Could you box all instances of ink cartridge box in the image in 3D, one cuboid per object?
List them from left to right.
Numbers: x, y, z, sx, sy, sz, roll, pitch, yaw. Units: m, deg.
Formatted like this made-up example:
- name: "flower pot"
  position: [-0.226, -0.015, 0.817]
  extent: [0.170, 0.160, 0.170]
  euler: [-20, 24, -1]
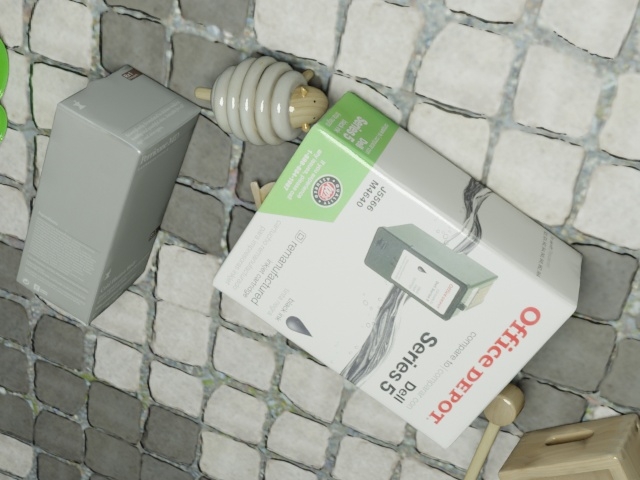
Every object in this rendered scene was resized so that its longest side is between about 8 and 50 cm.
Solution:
- name: "ink cartridge box"
  position: [0.072, 0.028, 0.871]
  extent: [0.273, 0.115, 0.198]
  euler: [35, 119, 0]

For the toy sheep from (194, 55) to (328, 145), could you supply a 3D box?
- name: "toy sheep"
  position: [-0.055, -0.129, 0.873]
  extent: [0.132, 0.091, 0.091]
  euler: [5, 119, 22]

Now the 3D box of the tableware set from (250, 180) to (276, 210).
- name: "tableware set"
  position: [0.000, 0.000, 0.963]
  extent: [0.169, 0.020, 0.141]
  euler: [5, 119, 22]

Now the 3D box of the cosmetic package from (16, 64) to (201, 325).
- name: "cosmetic package"
  position: [-0.221, -0.046, 0.973]
  extent: [0.107, 0.127, 0.238]
  euler: [33, 128, 5]

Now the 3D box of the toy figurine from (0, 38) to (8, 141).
- name: "toy figurine"
  position: [-0.433, -0.185, 1.019]
  extent: [0.159, 0.130, 0.173]
  euler: [30, 151, 23]

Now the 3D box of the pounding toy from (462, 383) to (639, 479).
- name: "pounding toy"
  position: [0.233, 0.225, 0.947]
  extent: [0.181, 0.094, 0.206]
  euler: [-20, 99, 37]
